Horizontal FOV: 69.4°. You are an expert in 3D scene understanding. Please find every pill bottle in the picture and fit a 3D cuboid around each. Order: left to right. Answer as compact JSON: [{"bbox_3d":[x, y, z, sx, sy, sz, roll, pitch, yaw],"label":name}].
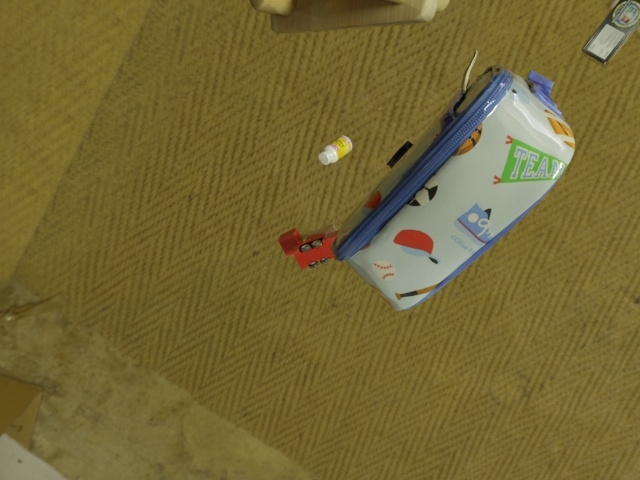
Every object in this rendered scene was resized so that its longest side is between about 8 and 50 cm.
[{"bbox_3d":[0.034,-0.209,1.079,0.083,0.043,0.043,-41,107,-33],"label":"pill bottle"}]

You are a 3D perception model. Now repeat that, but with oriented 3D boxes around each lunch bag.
[{"bbox_3d":[0.142,-0.077,0.493,0.115,0.303,0.243,39,119,0],"label":"lunch bag"}]

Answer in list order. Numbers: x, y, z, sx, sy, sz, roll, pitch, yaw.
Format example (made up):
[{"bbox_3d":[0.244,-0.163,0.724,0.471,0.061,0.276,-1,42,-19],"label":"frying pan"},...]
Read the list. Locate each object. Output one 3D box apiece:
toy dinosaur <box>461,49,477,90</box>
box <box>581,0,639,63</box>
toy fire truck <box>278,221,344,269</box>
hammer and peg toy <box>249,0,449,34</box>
[{"bbox_3d":[0.347,-0.292,1.087,0.064,0.118,0.268,-1,142,10],"label":"toy dinosaur"},{"bbox_3d":[0.679,-0.508,0.981,0.060,0.216,0.270,40,121,15],"label":"box"},{"bbox_3d":[0.000,0.000,0.943,0.192,0.135,0.047,-21,111,15],"label":"toy fire truck"},{"bbox_3d":[0.031,-0.426,0.506,0.127,0.266,0.361,-13,113,-42],"label":"hammer and peg toy"}]
